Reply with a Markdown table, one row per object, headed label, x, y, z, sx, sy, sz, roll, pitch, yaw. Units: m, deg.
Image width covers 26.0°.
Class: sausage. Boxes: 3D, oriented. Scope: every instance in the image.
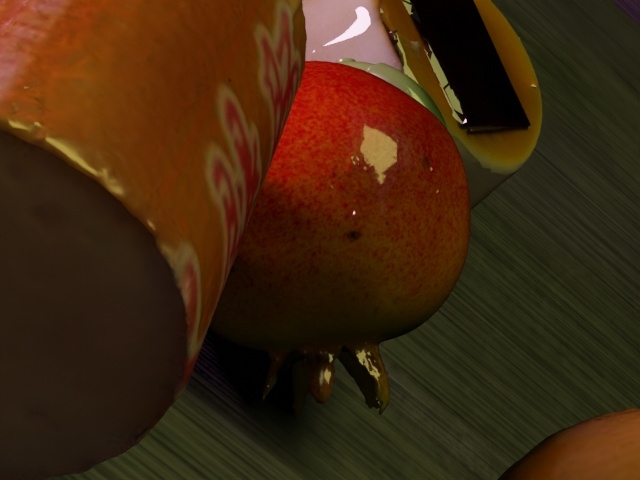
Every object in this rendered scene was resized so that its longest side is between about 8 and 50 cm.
| label | x | y | z | sx | sy | sz | roll | pitch | yaw |
| --- | --- | --- | --- | --- | --- | --- | --- | --- | --- |
| sausage | -0.144 | -0.047 | 0.749 | 0.233 | 0.233 | 0.287 | 38 | 37 | -14 |

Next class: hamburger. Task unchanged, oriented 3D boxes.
| label | x | y | z | sx | sy | sz | roll | pitch | yaw |
| --- | --- | --- | --- | --- | --- | --- | --- | --- | --- |
| hamburger | 0.083 | -0.145 | 1.373 | 0.294 | 0.179 | 0.276 | -12 | 72 | -52 |

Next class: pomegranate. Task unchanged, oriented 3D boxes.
| label | x | y | z | sx | sy | sz | roll | pitch | yaw |
| --- | --- | --- | --- | --- | --- | --- | --- | --- | --- |
| pomegranate | 0.000 | 0.000 | 0.985 | 0.221 | 0.221 | 0.256 | 4 | 74 | -55 |

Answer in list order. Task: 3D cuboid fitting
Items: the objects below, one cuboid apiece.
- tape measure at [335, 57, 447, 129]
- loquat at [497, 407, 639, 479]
| label | x | y | z | sx | sy | sz | roll | pitch | yaw |
| --- | --- | --- | --- | --- | --- | --- | --- | --- | --- |
| tape measure | 0.029 | -0.065 | 1.194 | 0.200 | 0.175 | 0.106 | 47 | 3 | 18 |
| loquat | 0.216 | 0.238 | 0.888 | 0.263 | 0.263 | 0.263 | 35 | 26 | -20 |
